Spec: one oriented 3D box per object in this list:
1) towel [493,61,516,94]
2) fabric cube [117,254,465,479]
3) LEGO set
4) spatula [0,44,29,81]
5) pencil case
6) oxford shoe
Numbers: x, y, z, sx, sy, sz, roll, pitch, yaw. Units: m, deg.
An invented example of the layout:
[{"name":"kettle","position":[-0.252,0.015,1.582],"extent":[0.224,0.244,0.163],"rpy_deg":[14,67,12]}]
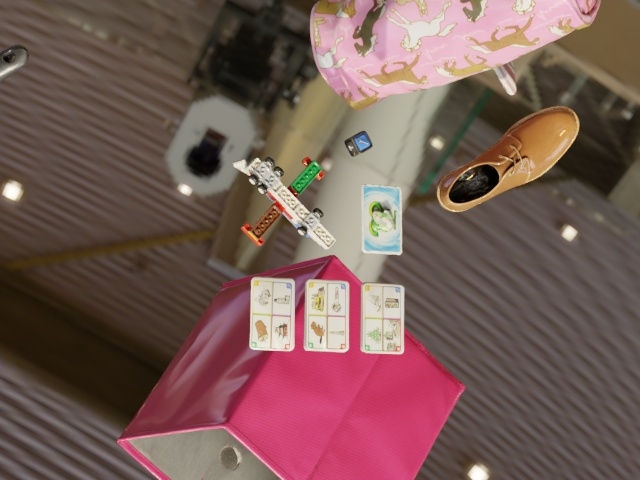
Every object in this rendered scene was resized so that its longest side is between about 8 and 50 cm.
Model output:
[{"name":"towel","position":[0.238,-0.316,2.141],"extent":[0.144,0.029,0.197],"rpy_deg":[35,-136,-63]},{"name":"fabric cube","position":[-0.034,0.210,1.806],"extent":[0.259,0.254,0.258],"rpy_deg":[45,-123,-19]},{"name":"LEGO set","position":[0.000,0.000,1.620],"extent":[0.182,0.060,0.244],"rpy_deg":[3,-98,-24]},{"name":"spatula","position":[-0.439,-0.132,1.588],"extent":[0.084,0.296,0.030],"rpy_deg":[63,-178,20]},{"name":"pencil case","position":[0.167,-0.299,1.944],"extent":[0.160,0.386,0.167],"rpy_deg":[47,-141,-34]},{"name":"oxford shoe","position":[0.249,-0.101,1.940],"extent":[0.076,0.212,0.076],"rpy_deg":[55,-179,-2]}]
